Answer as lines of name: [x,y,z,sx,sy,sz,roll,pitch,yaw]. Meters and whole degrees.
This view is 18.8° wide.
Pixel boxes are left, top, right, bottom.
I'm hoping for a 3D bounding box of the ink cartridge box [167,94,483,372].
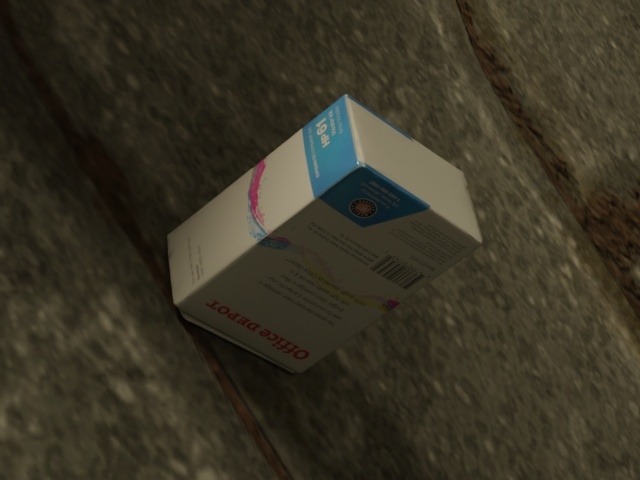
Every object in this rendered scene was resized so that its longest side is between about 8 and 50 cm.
ink cartridge box: [0.000,0.000,0.911,0.088,0.122,0.052,31,32,-38]
